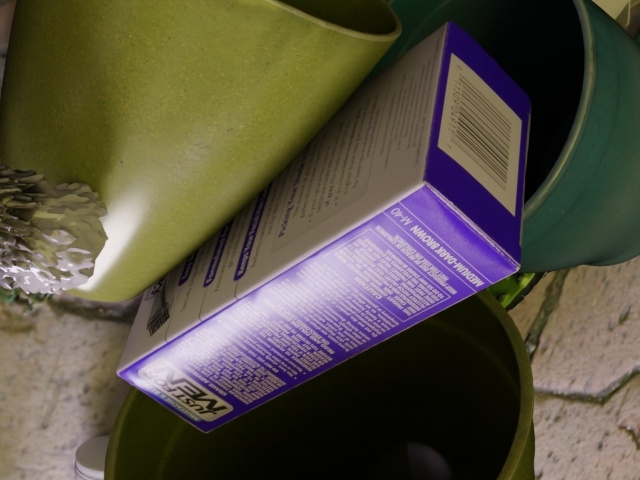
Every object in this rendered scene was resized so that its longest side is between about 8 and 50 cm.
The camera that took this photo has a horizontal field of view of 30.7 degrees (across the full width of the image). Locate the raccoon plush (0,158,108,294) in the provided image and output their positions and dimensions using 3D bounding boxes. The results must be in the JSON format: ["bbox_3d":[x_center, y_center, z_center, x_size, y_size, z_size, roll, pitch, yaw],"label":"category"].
[{"bbox_3d":[-0.351,-0.058,0.650,0.446,0.299,0.216,8,105,-4],"label":"raccoon plush"}]

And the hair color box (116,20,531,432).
[{"bbox_3d":[0.000,0.000,0.909,0.339,0.185,0.110,-30,121,36],"label":"hair color box"}]

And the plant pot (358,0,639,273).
[{"bbox_3d":[0.194,-0.087,1.044,0.255,0.271,0.272,18,100,-42],"label":"plant pot"}]

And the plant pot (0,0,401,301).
[{"bbox_3d":[-0.130,-0.108,0.891,0.274,0.275,0.293,19,116,-30],"label":"plant pot"}]

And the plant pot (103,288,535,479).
[{"bbox_3d":[0.044,0.261,1.068,0.366,0.366,0.353,-34,132,-11],"label":"plant pot"}]

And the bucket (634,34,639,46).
[{"bbox_3d":[0.415,-0.096,1.138,0.183,0.281,0.281,6,106,-24],"label":"bucket"}]

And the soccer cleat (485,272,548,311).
[{"bbox_3d":[0.231,0.012,1.206,0.072,0.060,0.179,37,89,-40],"label":"soccer cleat"}]

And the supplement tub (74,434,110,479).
[{"bbox_3d":[-0.191,0.242,1.078,0.071,0.071,0.107,-7,112,-23],"label":"supplement tub"}]

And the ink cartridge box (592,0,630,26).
[{"bbox_3d":[0.231,-0.261,1.082,0.143,0.092,0.090,37,90,-33],"label":"ink cartridge box"}]
